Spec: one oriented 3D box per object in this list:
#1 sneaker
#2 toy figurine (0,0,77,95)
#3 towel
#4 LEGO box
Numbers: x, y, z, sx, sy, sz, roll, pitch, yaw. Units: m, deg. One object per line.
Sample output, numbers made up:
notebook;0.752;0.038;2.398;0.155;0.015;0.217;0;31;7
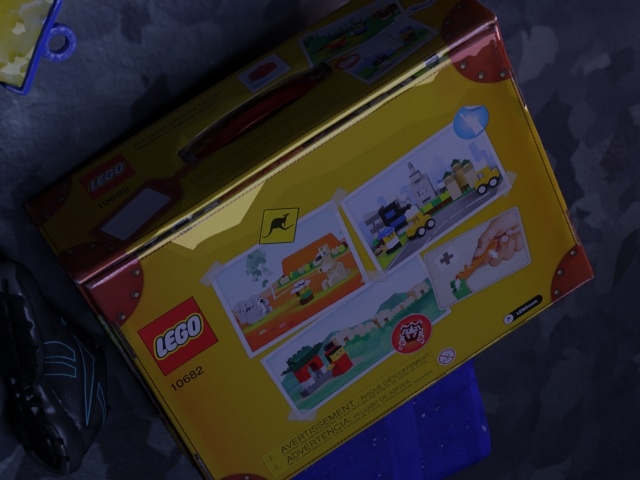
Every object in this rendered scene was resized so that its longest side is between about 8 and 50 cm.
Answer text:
sneaker;-0.295;0.122;1.929;0.106;0.101;0.267;-43;135;-39
toy figurine;-0.318;-0.166;1.677;0.217;0.191;0.362;7;112;-44
towel;0.066;0.231;2.257;0.308;0.076;0.227;-23;119;-24
LEGO box;0.000;0.000;1.937;0.500;0.193;0.372;-32;126;-8
